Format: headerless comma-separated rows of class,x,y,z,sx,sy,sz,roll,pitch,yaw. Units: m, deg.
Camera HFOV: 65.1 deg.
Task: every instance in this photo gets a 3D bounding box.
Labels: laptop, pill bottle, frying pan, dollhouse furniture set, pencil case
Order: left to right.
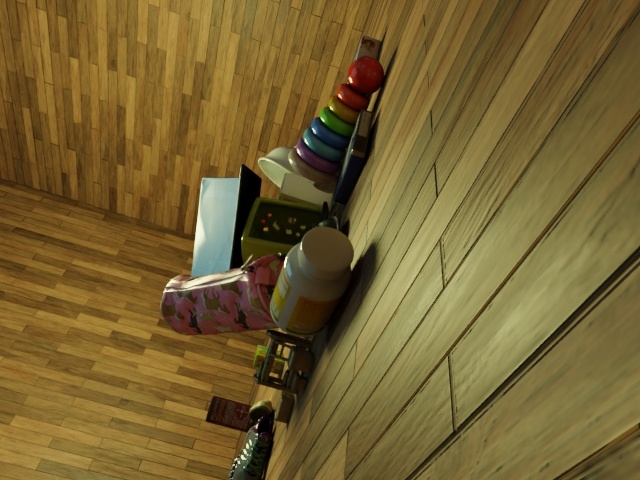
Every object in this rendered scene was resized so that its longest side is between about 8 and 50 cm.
laptop,-0.318,-0.018,1.503,0.408,0.236,0.383,20,-104,-87
pencil case,-0.210,0.133,1.157,0.385,0.160,0.167,-15,91,40
dollhouse furniture set,-0.091,0.298,1.048,0.161,0.101,0.182,-167,94,-85
pill bottle,-0.014,0.072,0.866,0.208,0.117,0.118,112,172,-50
frying pan,0.007,-0.013,1.155,0.197,0.053,0.327,114,162,-55
pill bottle,0.037,-0.223,1.447,0.087,0.087,0.160,126,160,-75

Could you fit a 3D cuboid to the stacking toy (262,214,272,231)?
stacking toy,-0.158,-0.089,1.898,0.309,0.279,0.131,164,91,-85

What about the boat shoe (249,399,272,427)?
boat shoe,-0.171,0.503,1.487,0.072,0.068,0.190,-62,-3,-38

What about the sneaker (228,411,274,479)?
sneaker,-0.166,0.531,1.240,0.224,0.083,0.098,-80,13,-58

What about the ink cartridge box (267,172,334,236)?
ink cartridge box,-0.068,-0.086,1.644,0.237,0.171,0.100,113,172,-48

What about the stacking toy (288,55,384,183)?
stacking toy,0.049,-0.311,1.271,0.330,0.141,0.141,-57,12,27

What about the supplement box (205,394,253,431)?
supplement box,-0.274,0.574,1.639,0.104,0.188,0.081,118,169,-65

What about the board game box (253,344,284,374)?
board game box,-0.170,0.392,1.653,0.181,0.092,0.043,159,129,-84

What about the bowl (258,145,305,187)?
bowl,-0.075,-0.259,1.876,0.134,0.297,0.298,-55,2,-9

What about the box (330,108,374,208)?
box,0.073,-0.184,1.198,0.225,0.036,0.137,113,173,-56

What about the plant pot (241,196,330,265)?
plant pot,-0.102,0.034,1.415,0.228,0.226,0.207,-82,3,-56

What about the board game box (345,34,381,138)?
board game box,0.093,-0.426,1.613,0.318,0.065,0.319,116,170,-59
